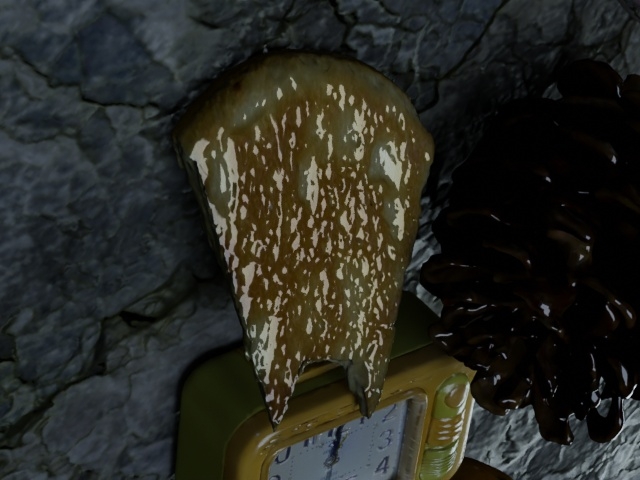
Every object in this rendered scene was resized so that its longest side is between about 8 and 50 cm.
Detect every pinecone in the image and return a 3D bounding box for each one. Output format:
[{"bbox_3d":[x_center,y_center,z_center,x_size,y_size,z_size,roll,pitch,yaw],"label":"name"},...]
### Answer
[{"bbox_3d":[0.184,0.006,1.298,0.272,0.224,0.224,-34,143,-40],"label":"pinecone"}]

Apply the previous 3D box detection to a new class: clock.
[{"bbox_3d":[0.006,0.130,1.352,0.202,0.096,0.143,-19,137,-29],"label":"clock"}]

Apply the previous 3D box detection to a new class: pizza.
[{"bbox_3d":[0.000,0.000,1.227,0.181,0.034,0.262,-23,117,-29],"label":"pizza"}]

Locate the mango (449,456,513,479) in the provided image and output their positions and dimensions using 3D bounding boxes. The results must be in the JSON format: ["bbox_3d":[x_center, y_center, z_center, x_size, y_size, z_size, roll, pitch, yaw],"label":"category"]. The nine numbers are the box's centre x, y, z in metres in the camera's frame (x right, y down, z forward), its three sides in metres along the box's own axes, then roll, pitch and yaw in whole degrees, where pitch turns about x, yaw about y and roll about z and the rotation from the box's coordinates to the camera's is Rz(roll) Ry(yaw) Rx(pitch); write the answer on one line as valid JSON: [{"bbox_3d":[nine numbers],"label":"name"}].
[{"bbox_3d":[0.061,0.247,1.484,0.221,0.120,0.151,-23,138,-15],"label":"mango"}]

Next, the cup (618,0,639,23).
[{"bbox_3d":[0.174,-0.261,1.051,0.274,0.253,0.253,21,108,-43],"label":"cup"}]
